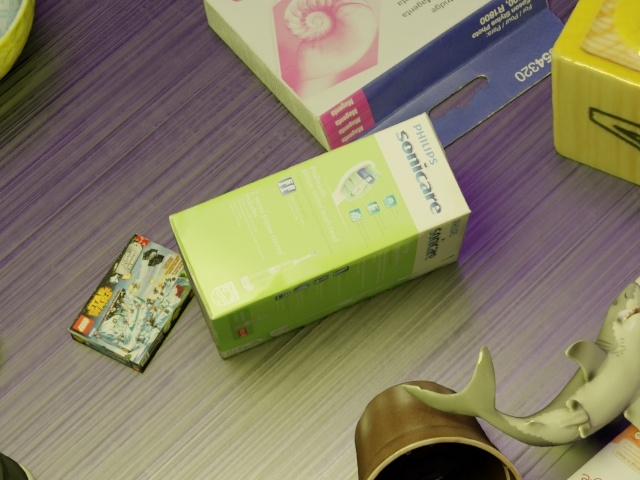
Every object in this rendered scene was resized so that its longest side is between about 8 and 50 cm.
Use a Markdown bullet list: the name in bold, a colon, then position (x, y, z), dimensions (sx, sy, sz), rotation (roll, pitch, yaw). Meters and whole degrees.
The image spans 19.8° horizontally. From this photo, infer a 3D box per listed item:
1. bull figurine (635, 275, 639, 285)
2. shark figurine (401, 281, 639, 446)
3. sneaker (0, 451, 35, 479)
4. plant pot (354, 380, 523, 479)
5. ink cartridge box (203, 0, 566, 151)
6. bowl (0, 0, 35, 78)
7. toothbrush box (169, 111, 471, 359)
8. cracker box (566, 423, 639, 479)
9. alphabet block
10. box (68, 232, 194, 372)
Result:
- **bull figurine**: position (0.427, 0.125, 1.849), dimensions (0.188, 0.101, 0.310), rotation (-25, 55, 1)
- **shark figurine**: position (0.221, 0.159, 1.784), dimensions (0.278, 0.116, 0.166), rotation (-18, 91, -35)
- **sneaker**: position (-0.322, 0.305, 1.786), dimensions (0.104, 0.147, 0.296), rotation (-35, 46, 7)
- **plant pot**: position (0.104, 0.225, 1.781), dimensions (0.167, 0.167, 0.165), rotation (-15, 24, -1)
- **ink cartridge box**: position (0.084, -0.259, 2.139), dimensions (0.324, 0.071, 0.330), rotation (-35, 60, -13)
- **bowl**: position (-0.461, -0.247, 2.153), dimensions (0.289, 0.156, 0.289), rotation (-3, 60, 5)
- **toothbrush box**: position (0.000, 0.000, 1.908), dimensions (0.283, 0.206, 0.122), rotation (-21, 76, -5)
- **cracker box**: position (0.279, 0.308, 1.784), dimensions (0.232, 0.067, 0.156), rotation (-39, 62, -14)
- **alphabet block**: position (0.372, -0.184, 1.980), dimensions (0.193, 0.197, 0.192), rotation (21, 65, 19)
- **box**: position (-0.199, 0.067, 2.011), dimensions (0.094, 0.027, 0.137), rotation (25, 66, 19)
